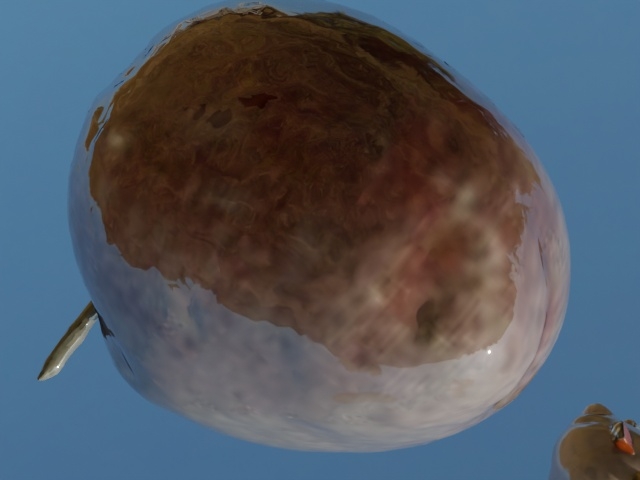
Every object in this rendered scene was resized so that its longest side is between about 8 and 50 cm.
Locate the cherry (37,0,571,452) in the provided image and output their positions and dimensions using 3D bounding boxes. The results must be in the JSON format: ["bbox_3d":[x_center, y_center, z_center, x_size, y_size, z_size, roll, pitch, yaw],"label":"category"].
[{"bbox_3d":[0.004,0.008,1.074,0.335,0.326,0.291,27,-115,20],"label":"cherry"}]

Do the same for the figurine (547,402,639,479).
[{"bbox_3d":[0.260,0.213,1.468,0.112,0.229,0.137,-10,-99,13],"label":"figurine"}]
